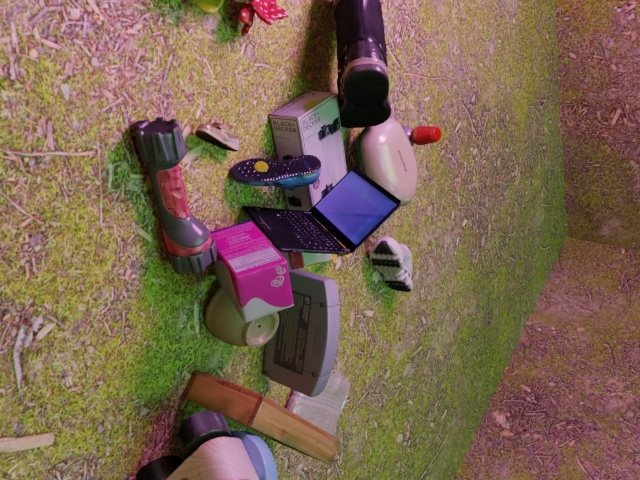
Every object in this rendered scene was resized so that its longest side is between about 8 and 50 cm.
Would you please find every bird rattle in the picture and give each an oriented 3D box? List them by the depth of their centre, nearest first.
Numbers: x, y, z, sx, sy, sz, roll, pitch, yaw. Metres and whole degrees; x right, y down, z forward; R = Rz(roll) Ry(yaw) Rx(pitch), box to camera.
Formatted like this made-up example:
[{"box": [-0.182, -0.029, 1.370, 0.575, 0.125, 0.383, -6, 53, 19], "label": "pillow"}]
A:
[{"box": [-0.157, -0.527, 1.343, 0.253, 0.143, 0.207, -9, 93, -58], "label": "bird rattle"}]

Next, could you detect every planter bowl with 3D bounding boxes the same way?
[{"box": [-0.163, 0.174, 1.552, 0.162, 0.109, 0.162, -28, 135, -33], "label": "planter bowl"}]

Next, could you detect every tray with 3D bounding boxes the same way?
[{"box": [-0.127, 0.427, 1.644, 0.411, 0.202, 0.076, 46, 62, -52], "label": "tray"}]

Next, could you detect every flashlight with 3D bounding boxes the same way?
[{"box": [-0.273, -0.082, 1.327, 0.103, 0.103, 0.304, -16, 125, -15], "label": "flashlight"}]

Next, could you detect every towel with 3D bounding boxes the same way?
[{"box": [-0.004, 0.468, 1.986, 0.282, 0.049, 0.187, 37, 70, -55], "label": "towel"}]

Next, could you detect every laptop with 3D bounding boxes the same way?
[{"box": [-0.002, -0.076, 1.523, 0.264, 0.234, 0.137, 4, 112, -28], "label": "laptop"}]

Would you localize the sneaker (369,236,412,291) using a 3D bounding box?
[{"box": [0.229, 0.053, 2.154, 0.292, 0.110, 0.118, 59, 45, -57], "label": "sneaker"}]

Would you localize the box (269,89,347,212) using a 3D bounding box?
[{"box": [-0.021, -0.201, 1.688, 0.169, 0.087, 0.290, -40, 132, -42], "label": "box"}]

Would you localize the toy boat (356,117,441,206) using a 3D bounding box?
[{"box": [0.215, -0.245, 1.981, 0.318, 0.148, 0.268, -41, 120, -39], "label": "toy boat"}]

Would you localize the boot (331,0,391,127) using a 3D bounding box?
[{"box": [0.096, -0.455, 1.699, 0.377, 0.138, 0.284, 71, 14, -78], "label": "boot"}]

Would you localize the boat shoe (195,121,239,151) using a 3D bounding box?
[{"box": [-0.212, -0.223, 1.433, 0.135, 0.050, 0.045, 21, 80, -67], "label": "boat shoe"}]

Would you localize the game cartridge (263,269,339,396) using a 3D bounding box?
[{"box": [-0.046, 0.223, 1.700, 0.062, 0.198, 0.298, -9, 109, -55], "label": "game cartridge"}]

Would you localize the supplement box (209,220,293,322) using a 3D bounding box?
[{"box": [-0.151, 0.059, 1.440, 0.113, 0.220, 0.111, -17, 120, -17], "label": "supplement box"}]

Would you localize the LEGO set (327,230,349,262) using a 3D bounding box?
[{"box": [0.000, 0.000, 1.811, 0.287, 0.107, 0.132, -26, 100, -41], "label": "LEGO set"}]

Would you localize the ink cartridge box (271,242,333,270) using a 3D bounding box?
[{"box": [-0.086, 0.035, 1.601, 0.115, 0.198, 0.067, -15, 93, -54], "label": "ink cartridge box"}]

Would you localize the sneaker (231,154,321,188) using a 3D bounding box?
[{"box": [-0.100, -0.141, 1.556, 0.209, 0.069, 0.082, -7, 149, -19], "label": "sneaker"}]

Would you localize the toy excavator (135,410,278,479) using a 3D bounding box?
[{"box": [-0.201, 0.613, 1.530, 0.433, 0.222, 0.445, -46, 140, 14], "label": "toy excavator"}]
